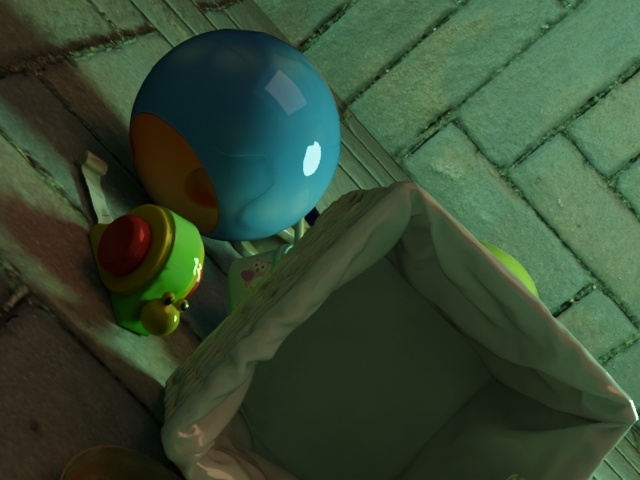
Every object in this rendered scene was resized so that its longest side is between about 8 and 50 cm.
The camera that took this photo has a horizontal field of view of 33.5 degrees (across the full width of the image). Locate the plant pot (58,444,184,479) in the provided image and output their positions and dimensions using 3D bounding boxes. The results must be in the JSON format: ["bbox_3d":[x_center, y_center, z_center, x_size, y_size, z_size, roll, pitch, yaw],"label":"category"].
[{"bbox_3d":[-0.135,0.275,0.871,0.236,0.032,0.236,46,15,-17],"label":"plant pot"}]

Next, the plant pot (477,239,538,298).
[{"bbox_3d":[0.199,0.186,1.668,0.275,0.274,0.293,45,32,-16],"label":"plant pot"}]

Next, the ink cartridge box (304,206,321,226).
[{"bbox_3d":[0.000,0.000,1.789,0.223,0.045,0.224,57,-1,25],"label":"ink cartridge box"}]

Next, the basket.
[{"bbox_3d":[0.053,0.157,1.052,0.331,0.328,0.266,45,-7,-12],"label":"basket"}]

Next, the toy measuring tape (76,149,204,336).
[{"bbox_3d":[-0.207,-0.022,1.229,0.121,0.121,0.330,35,21,-43],"label":"toy measuring tape"}]

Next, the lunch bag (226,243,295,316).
[{"bbox_3d":[0.001,0.136,1.352,0.279,0.107,0.224,25,52,-53],"label":"lunch bag"}]

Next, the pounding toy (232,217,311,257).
[{"bbox_3d":[-0.049,-0.041,1.646,0.154,0.155,0.269,26,31,-53],"label":"pounding toy"}]

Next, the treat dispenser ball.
[{"bbox_3d":[-0.115,-0.142,1.445,0.288,0.288,0.288,45,16,-16],"label":"treat dispenser ball"}]
